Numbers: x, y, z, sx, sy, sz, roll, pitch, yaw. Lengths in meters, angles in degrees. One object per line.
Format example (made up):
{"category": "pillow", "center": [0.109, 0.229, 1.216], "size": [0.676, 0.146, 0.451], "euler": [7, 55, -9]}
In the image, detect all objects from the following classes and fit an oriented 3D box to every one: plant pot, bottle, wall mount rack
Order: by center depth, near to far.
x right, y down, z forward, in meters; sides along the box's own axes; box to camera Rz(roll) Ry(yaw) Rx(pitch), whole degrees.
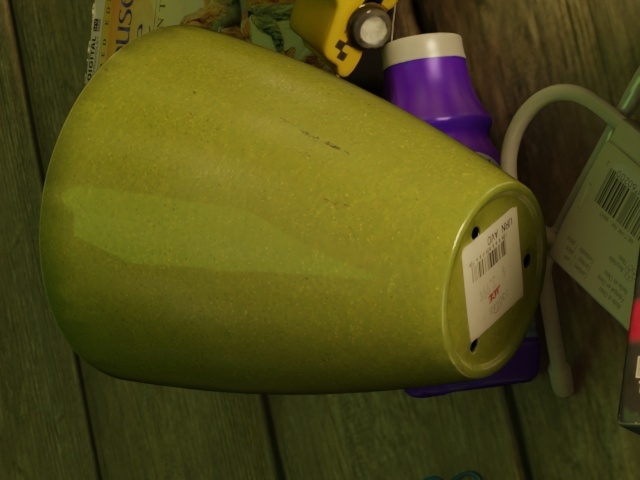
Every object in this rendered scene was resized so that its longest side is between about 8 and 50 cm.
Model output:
{"category": "wall mount rack", "center": [0.253, 0.054, 1.244], "size": [0.350, 0.130, 0.304], "euler": [48, 124, 39]}
{"category": "plant pot", "center": [0.000, 0.000, 1.286], "size": [0.293, 0.275, 0.275], "euler": [13, 104, 35]}
{"category": "bottle", "center": [0.100, -0.020, 1.432], "size": [0.092, 0.118, 0.283], "euler": [-16, 80, 54]}

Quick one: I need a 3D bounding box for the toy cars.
{"category": "toy cars", "center": [0.098, -0.269, 1.366], "size": [0.393, 0.087, 0.176], "euler": [-28, 48, 41]}

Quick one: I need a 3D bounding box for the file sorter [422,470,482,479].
{"category": "file sorter", "center": [0.058, 0.259, 1.468], "size": [0.104, 0.170, 0.118], "euler": [-42, 61, 43]}

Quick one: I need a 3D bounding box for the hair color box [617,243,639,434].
{"category": "hair color box", "center": [0.299, -0.060, 1.053], "size": [0.185, 0.113, 0.374], "euler": [-2, 71, 38]}

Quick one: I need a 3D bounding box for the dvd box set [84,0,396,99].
{"category": "dvd box set", "center": [-0.093, -0.127, 1.696], "size": [0.420, 0.062, 0.308], "euler": [14, 98, 52]}
